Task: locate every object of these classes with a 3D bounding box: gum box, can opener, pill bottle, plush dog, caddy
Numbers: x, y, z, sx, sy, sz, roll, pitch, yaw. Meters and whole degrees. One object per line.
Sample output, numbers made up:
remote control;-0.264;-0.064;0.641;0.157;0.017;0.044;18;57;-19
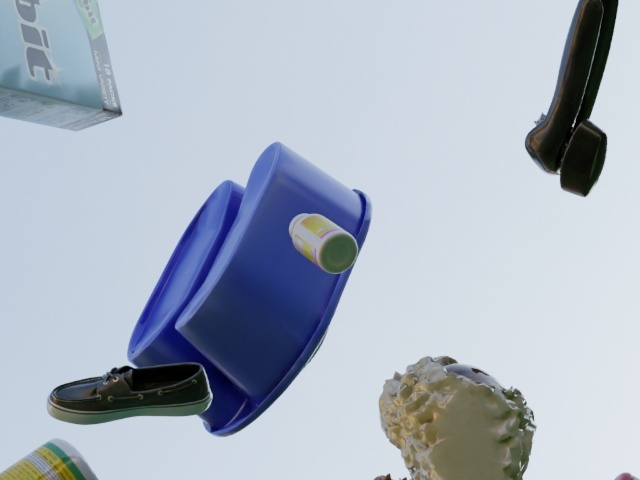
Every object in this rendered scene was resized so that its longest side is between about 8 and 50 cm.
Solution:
gum box;-0.193;-0.153;0.914;0.041;0.157;0.184;-17;-8;21
can opener;0.214;-0.126;1.264;0.059;0.073;0.186;-44;-32;-50
pill bottle;-0.359;0.331;1.788;0.208;0.117;0.118;-34;-43;-27
pill bottle;0.000;0.000;1.506;0.043;0.083;0.043;-10;-67;-24
plush dog;0.112;0.225;0.944;0.211;0.262;0.225;-54;-13;-12
caddy;-0.064;0.059;1.736;0.179;0.341;0.241;36;-38;-16

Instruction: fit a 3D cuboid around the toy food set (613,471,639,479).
toy food set;0.252;0.300;1.500;0.104;0.111;0.232;33;-69;-2

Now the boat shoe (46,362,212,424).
boat shoe;-0.164;0.126;1.315;0.142;0.049;0.040;-3;-59;-1
